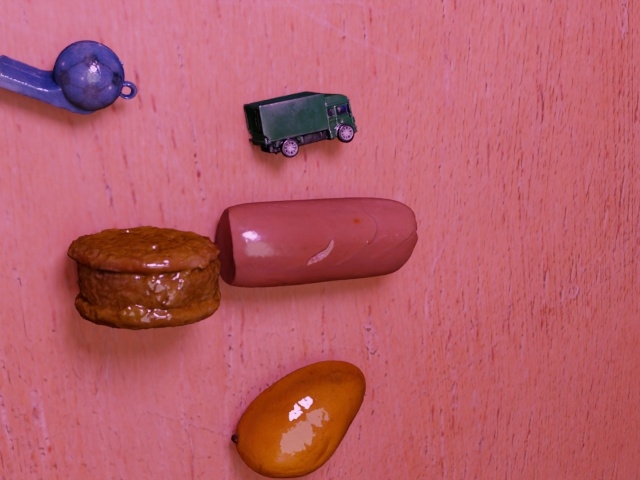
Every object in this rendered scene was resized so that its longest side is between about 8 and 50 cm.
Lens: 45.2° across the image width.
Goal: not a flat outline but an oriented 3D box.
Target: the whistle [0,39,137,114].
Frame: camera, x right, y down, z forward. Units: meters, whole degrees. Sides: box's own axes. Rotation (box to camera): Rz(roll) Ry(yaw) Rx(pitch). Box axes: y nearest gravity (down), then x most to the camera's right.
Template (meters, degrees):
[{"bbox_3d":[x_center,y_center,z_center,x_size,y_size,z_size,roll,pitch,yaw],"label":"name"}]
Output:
[{"bbox_3d":[-0.290,-0.199,0.901,0.157,0.090,0.090,18,95,-31],"label":"whistle"}]

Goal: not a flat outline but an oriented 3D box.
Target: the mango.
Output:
[{"bbox_3d":[-0.022,0.273,1.180,0.227,0.109,0.147,-32,94,-17],"label":"mango"}]

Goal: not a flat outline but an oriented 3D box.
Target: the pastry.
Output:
[{"bbox_3d":[-0.218,0.046,0.963,0.188,0.188,0.103,-4,104,-28],"label":"pastry"}]

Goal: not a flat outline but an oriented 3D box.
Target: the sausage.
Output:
[{"bbox_3d":[0.001,0.000,1.102,0.304,0.121,0.121,-4,106,-28],"label":"sausage"}]

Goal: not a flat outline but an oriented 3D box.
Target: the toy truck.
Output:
[{"bbox_3d":[-0.024,-0.164,1.072,0.147,0.065,0.079,-15,108,-23],"label":"toy truck"}]
